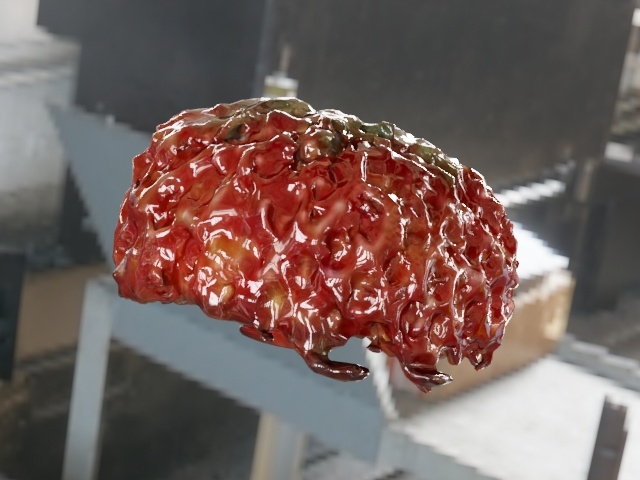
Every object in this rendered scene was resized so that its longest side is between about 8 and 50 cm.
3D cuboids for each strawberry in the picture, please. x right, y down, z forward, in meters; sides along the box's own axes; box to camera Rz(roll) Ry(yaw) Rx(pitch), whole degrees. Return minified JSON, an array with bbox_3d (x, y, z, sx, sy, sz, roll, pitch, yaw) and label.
[{"bbox_3d":[0.000,0.000,0.670,0.145,0.086,0.145,20,-4,1],"label":"strawberry"}]
